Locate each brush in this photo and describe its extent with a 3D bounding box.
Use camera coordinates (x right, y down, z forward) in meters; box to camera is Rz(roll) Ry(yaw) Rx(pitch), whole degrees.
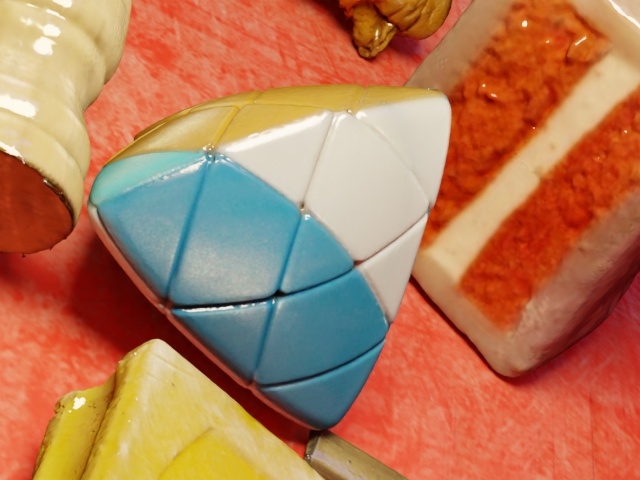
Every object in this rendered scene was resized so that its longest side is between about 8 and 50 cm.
[{"bbox_3d":[0.098,0.193,1.250,0.248,0.036,0.043,33,23,-11],"label":"brush"}]

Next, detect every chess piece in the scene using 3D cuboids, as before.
[{"bbox_3d":[-0.184,-0.144,1.184,0.137,0.137,0.301,28,56,-20],"label":"chess piece"}]

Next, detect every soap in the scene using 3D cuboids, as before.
[{"bbox_3d":[-0.080,0.213,0.957,0.199,0.091,0.315,42,29,-16],"label":"soap"}]

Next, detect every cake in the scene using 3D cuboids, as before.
[{"bbox_3d":[0.199,-0.087,1.452,0.237,0.309,0.230,42,29,8],"label":"cake"}]

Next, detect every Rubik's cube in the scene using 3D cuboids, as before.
[{"bbox_3d":[0.000,0.000,1.216,0.254,0.254,0.254,28,34,-21],"label":"Rubik's cube"}]

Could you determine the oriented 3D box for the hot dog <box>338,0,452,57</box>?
[{"bbox_3d":[-0.010,-0.307,1.612,0.349,0.117,0.158,51,8,-34],"label":"hot dog"}]
